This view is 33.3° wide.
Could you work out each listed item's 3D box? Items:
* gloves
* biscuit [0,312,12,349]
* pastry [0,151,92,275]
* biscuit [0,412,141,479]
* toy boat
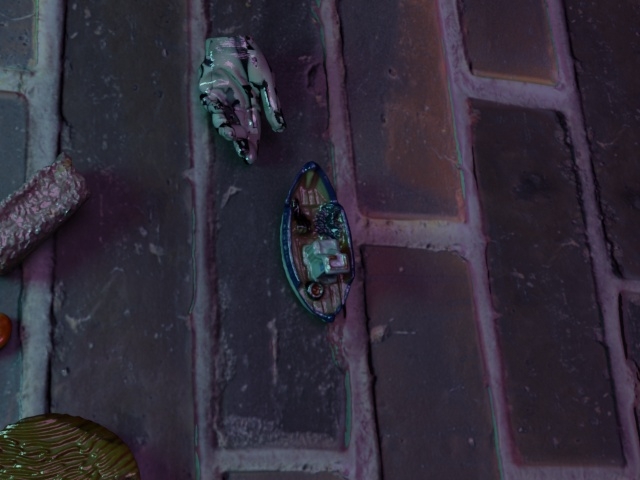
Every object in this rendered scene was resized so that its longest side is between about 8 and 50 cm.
[{"bbox_3d":[-0.137,-0.233,1.793,0.127,0.111,0.212,-8,98,-29],"label":"gloves"},{"bbox_3d":[-0.573,0.108,1.505,0.250,0.036,0.165,35,58,-2],"label":"biscuit"},{"bbox_3d":[-0.447,-0.028,1.574,0.265,0.103,0.112,-35,89,-32],"label":"pastry"},{"bbox_3d":[-0.372,0.310,1.454,0.228,0.031,0.176,-17,50,-23],"label":"biscuit"},{"bbox_3d":[0.000,0.000,1.722,0.114,0.115,0.262,-3,67,-22],"label":"toy boat"}]
